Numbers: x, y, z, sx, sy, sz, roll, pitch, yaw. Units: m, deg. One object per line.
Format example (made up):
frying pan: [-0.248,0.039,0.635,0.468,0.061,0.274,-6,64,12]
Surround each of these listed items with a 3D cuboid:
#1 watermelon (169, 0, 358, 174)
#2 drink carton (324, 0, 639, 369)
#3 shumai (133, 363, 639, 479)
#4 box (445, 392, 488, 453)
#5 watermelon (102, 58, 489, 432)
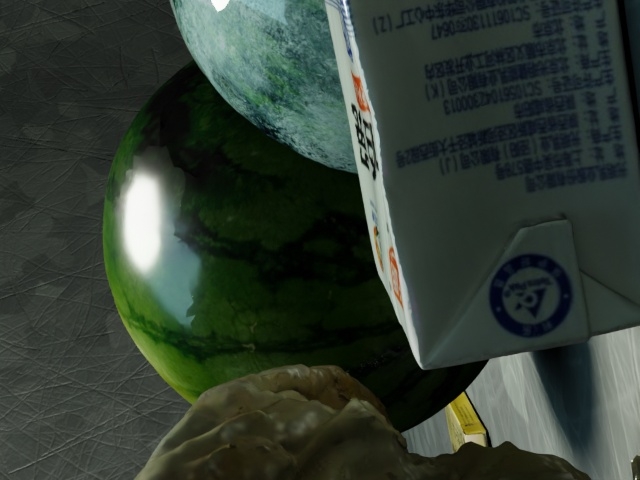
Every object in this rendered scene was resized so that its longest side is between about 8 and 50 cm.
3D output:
watermelon: [-0.008,-0.201,0.845,0.188,0.175,0.322,80,177,-59]
drink carton: [0.049,-0.118,0.680,0.130,0.106,0.315,-103,2,-74]
shumai: [0.039,0.203,0.675,0.314,0.262,0.267,-9,-66,-67]
box: [0.125,0.175,1.450,0.149,0.020,0.073,-113,13,-80]
watermelon: [-0.003,-0.001,0.976,0.242,0.242,0.242,169,90,-88]
